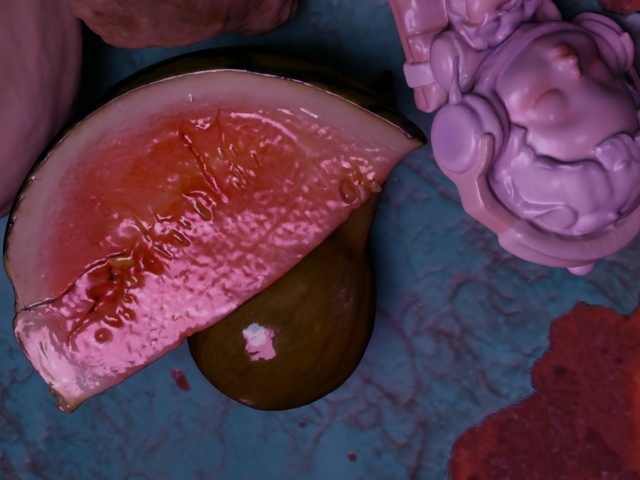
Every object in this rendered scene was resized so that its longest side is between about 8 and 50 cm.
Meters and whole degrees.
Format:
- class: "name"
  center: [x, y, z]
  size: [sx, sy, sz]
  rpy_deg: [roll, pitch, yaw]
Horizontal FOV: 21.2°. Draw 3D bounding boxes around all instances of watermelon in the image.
- class: "watermelon"
  center: [-0.100, -0.045, 1.051]
  size: [0.303, 0.159, 0.128]
  rpy_deg: [-35, 143, 20]

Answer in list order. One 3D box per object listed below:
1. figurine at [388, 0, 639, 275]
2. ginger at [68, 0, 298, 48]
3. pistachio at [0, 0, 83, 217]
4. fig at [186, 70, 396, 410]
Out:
- class: "figurine"
  center: [0.126, -0.091, 0.984]
  size: [0.141, 0.162, 0.236]
  rpy_deg: [-14, 99, 54]
- class: "ginger"
  center: [-0.059, -0.236, 0.993]
  size: [0.221, 0.130, 0.275]
  rpy_deg: [-15, 125, -3]
- class: "pistachio"
  center: [-0.260, -0.141, 1.058]
  size: [0.226, 0.208, 0.332]
  rpy_deg: [-18, 123, 8]
- class: "fig"
  center: [0.000, 0.000, 1.114]
  size: [0.124, 0.124, 0.236]
  rpy_deg: [30, 98, 3]
